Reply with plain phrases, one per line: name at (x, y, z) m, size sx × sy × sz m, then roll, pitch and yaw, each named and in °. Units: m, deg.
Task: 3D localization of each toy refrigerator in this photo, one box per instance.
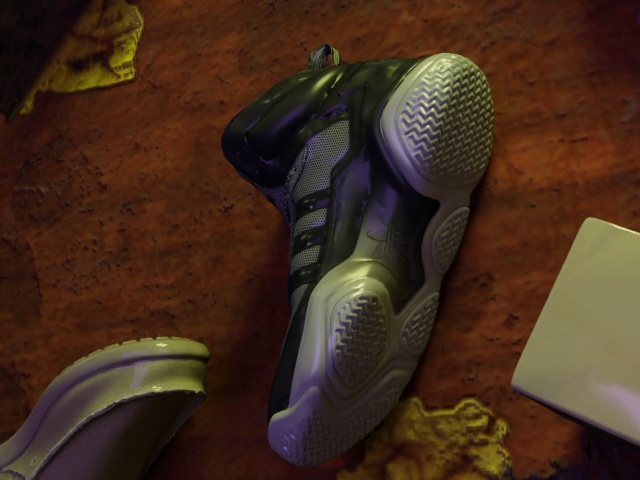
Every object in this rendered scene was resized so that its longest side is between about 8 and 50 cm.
toy refrigerator at (0.242, 0.087, 0.593) m, size 0.269 × 0.094 × 0.102 m, roll 22°, pitch 84°, yaw 35°

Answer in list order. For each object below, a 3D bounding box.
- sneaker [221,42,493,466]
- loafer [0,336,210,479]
sneaker at (0.000, 0.000, 0.773) m, size 0.153 × 0.101 × 0.268 m, roll 18°, pitch 83°, yaw 36°
loafer at (-0.164, 0.160, 0.847) m, size 0.268 × 0.102 × 0.092 m, roll -41°, pitch 60°, yaw 30°
